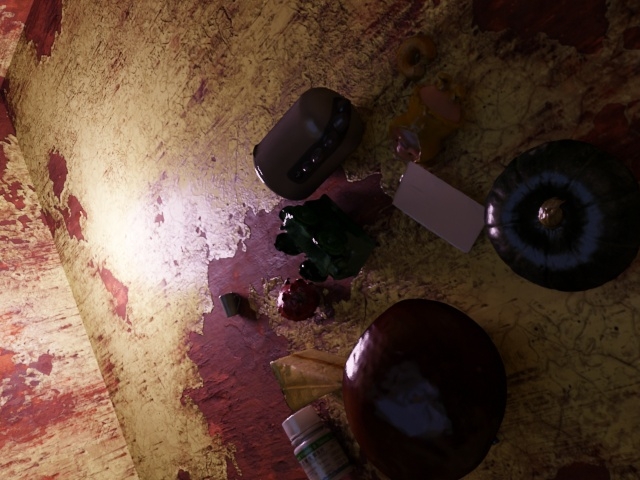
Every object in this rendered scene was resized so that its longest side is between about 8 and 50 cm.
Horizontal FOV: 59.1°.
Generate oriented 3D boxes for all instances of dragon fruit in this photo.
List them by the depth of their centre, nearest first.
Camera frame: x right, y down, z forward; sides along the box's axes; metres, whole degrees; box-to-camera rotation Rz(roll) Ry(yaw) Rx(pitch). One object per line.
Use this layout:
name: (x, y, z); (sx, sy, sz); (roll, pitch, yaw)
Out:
dragon fruit: (-0.069, 0.189, 1.731); (0.133, 0.136, 0.166); (33, 140, -19)

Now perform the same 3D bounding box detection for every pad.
pad: (0.282, -0.078, 1.351); (0.232, 0.004, 0.156); (36, 142, 18)

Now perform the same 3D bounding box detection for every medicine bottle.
medicine bottle: (-0.013, 0.649, 1.769); (0.237, 0.139, 0.139); (57, 131, 19)

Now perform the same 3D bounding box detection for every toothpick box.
toothpick box: (-0.022, -0.263, 1.512); (0.316, 0.229, 0.229); (-40, 72, 40)

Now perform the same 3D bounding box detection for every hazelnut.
hazelnut: (0.238, 0.349, 1.301); (0.421, 0.352, 0.421); (-47, 24, 29)

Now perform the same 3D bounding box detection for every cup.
cup: (-0.318, 0.229, 2.032); (0.054, 0.074, 0.083); (153, 98, -81)

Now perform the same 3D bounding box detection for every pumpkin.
pumpkin: (0.471, -0.044, 1.104); (0.300, 0.207, 0.300); (7, 102, 33)

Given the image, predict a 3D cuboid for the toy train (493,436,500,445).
toy train: (0.412, 0.470, 1.407); (0.083, 0.017, 0.017); (55, 129, 21)

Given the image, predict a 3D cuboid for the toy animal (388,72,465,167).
toy animal: (0.250, -0.280, 1.318); (0.156, 0.156, 0.230); (58, 141, 18)

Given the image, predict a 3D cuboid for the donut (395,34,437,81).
donut: (0.225, -0.444, 1.364); (0.097, 0.043, 0.108); (47, 123, 25)

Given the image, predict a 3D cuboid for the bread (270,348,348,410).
bread: (0.005, 0.375, 1.677); (0.264, 0.167, 0.163); (-37, 73, 38)

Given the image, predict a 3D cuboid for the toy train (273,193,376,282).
toy train: (0.000, 0.000, 1.563); (0.266, 0.201, 0.145); (47, 126, 25)
